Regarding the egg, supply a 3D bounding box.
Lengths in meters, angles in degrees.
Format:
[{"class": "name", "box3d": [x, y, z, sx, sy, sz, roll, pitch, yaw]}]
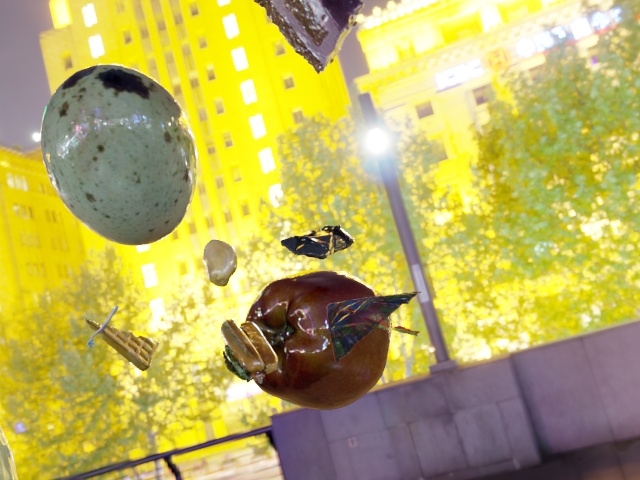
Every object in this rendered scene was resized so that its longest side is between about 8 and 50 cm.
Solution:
[{"class": "egg", "box3d": [-0.381, -0.158, 1.389, 0.287, 0.288, 0.379, -16, -45, 3]}]

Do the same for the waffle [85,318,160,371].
[{"class": "waffle", "box3d": [-0.475, 0.221, 1.710, 0.032, 0.191, 0.125, -37, 18, 19]}]

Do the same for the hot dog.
[{"class": "hot dog", "box3d": [-0.091, 0.135, 0.866, 0.056, 0.041, 0.133, 16, 12, -27]}]

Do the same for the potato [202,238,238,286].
[{"class": "potato", "box3d": [-0.163, 0.038, 1.152, 0.062, 0.083, 0.068, -14, -49, 18]}]

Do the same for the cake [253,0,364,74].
[{"class": "cake", "box3d": [-0.043, -0.427, 1.193, 0.112, 0.295, 0.116, -35, -8, -41]}]

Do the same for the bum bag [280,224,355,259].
[{"class": "bum bag", "box3d": [0.000, 0.000, 1.335, 0.087, 0.049, 0.197, 21, 17, 21]}]

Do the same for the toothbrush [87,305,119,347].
[{"class": "toothbrush", "box3d": [-0.421, 0.166, 1.376, 0.131, 0.013, 0.011, -49, -19, 30]}]

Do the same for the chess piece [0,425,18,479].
[{"class": "chess piece", "box3d": [-0.323, 0.272, 0.640, 0.234, 0.442, 0.234, -42, -5, -5]}]

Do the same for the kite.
[{"class": "kite", "box3d": [0.068, 0.111, 0.988, 0.159, 0.010, 0.190, 16, 39, 42]}]

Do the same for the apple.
[{"class": "apple", "box3d": [-0.005, 0.200, 1.447, 0.288, 0.288, 0.316, -22, -21, 34]}]
